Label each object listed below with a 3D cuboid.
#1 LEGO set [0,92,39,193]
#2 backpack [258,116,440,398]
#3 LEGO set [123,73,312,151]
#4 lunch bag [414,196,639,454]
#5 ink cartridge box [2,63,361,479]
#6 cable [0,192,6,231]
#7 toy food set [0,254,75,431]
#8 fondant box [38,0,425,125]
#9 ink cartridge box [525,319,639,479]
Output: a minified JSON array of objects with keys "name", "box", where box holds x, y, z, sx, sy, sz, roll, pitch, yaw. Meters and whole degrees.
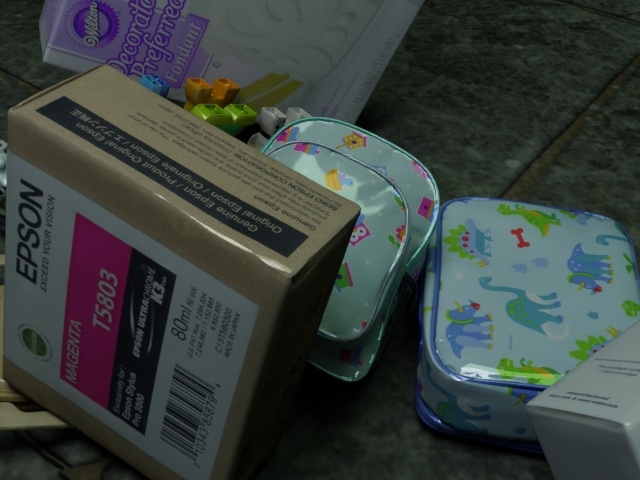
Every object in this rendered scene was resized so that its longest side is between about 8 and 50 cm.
[{"name":"LEGO set","box":[-0.225,-0.143,0.866,0.132,0.107,0.287,27,45,25]},{"name":"backpack","box":[0.000,0.000,0.634,0.166,0.144,0.188,25,66,9]},{"name":"LEGO set","box":[-0.123,-0.095,0.777,0.087,0.093,0.227,41,30,27]},{"name":"lunch bag","box":[0.161,0.060,0.663,0.176,0.090,0.219,7,41,4]},{"name":"ink cartridge box","box":[-0.102,0.040,0.532,0.193,0.234,0.088,29,40,14]},{"name":"cable","box":[-0.153,-0.043,0.776,0.287,0.072,0.139,11,38,6]},{"name":"toy food set","box":[-0.241,0.083,0.650,0.132,0.038,0.192,4,37,-21]},{"name":"fondant box","box":[-0.075,-0.245,0.813,0.330,0.238,0.096,13,34,-29]},{"name":"ink cartridge box","box":[0.252,0.118,0.525,0.208,0.153,0.087,-28,10,-24]}]
